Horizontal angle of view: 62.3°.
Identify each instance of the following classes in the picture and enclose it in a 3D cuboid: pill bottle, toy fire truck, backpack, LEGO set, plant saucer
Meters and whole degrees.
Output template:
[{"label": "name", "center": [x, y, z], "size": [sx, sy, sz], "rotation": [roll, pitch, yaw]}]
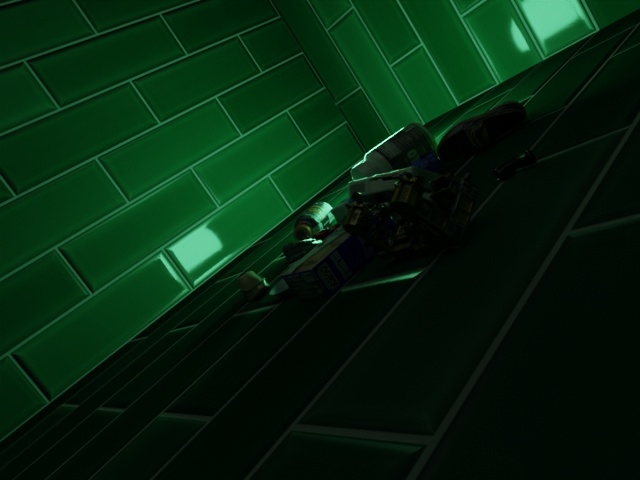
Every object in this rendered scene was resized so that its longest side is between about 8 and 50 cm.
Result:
[{"label": "pill bottle", "center": [-0.036, -0.075, 2.410], "size": [0.130, 0.130, 0.245], "rotation": [-27, 12, 33]}, {"label": "toy fire truck", "center": [0.000, 0.000, 2.177], "size": [0.192, 0.047, 0.135], "rotation": [-23, 15, 44]}, {"label": "backpack", "center": [0.414, -0.284, 2.073], "size": [0.120, 0.098, 0.101], "rotation": [-30, 14, 16]}, {"label": "LEGO set", "center": [0.224, -0.095, 1.310], "size": [0.192, 0.255, 0.331], "rotation": [-68, 12, -22]}, {"label": "pill bottle", "center": [0.325, -0.345, 2.338], "size": [0.361, 0.204, 0.204], "rotation": [-36, 10, -12]}, {"label": "plant saucer", "center": [-0.085, 0.141, 1.802], "size": [0.195, 0.037, 0.195], "rotation": [-33, 9, 6]}, {"label": "plant saucer", "center": [0.211, 0.013, 1.521], "size": [0.119, 0.021, 0.119], "rotation": [-33, 10, 7]}]

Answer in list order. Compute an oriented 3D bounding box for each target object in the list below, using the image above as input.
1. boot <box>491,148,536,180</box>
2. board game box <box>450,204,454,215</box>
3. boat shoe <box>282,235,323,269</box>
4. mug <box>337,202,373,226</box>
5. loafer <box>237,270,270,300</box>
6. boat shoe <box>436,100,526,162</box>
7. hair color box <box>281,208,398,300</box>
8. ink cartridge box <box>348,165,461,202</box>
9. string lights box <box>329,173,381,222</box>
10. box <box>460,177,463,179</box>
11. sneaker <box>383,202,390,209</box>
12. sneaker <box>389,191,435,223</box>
[{"label": "boot", "center": [0.537, -0.208, 1.475], "size": [0.099, 0.045, 0.121], "rotation": [-30, 3, 5]}, {"label": "board game box", "center": [0.373, -0.087, 1.487], "size": [0.090, 0.020, 0.090], "rotation": [-31, 9, 17]}, {"label": "boat shoe", "center": [-0.052, 0.030, 1.963], "size": [0.109, 0.091, 0.305], "rotation": [-29, -1, 21]}, {"label": "mug", "center": [0.150, -0.063, 1.856], "size": [0.158, 0.097, 0.129], "rotation": [-35, 9, -13]}, {"label": "loafer", "center": [-0.279, 0.174, 2.100], "size": [0.102, 0.092, 0.268], "rotation": [-37, 11, -20]}, {"label": "boat shoe", "center": [0.599, -0.410, 1.989], "size": [0.355, 0.132, 0.130], "rotation": [-32, 10, 18]}, {"label": "hair color box", "center": [0.063, 0.040, 1.621], "size": [0.339, 0.110, 0.185], "rotation": [-42, 14, -31]}, {"label": "ink cartridge box", "center": [0.287, -0.172, 1.776], "size": [0.261, 0.066, 0.296], "rotation": [7, -8, -37]}, {"label": "string lights box", "center": [0.166, -0.131, 2.020], "size": [0.260, 0.133, 0.077], "rotation": [-42, 14, -37]}, {"label": "box", "center": [0.397, -0.139, 1.566], "size": [0.083, 0.052, 0.062], "rotation": [-28, 10, 35]}, {"label": "sneaker", "center": [0.284, -0.154, 1.977], "size": [0.075, 0.057, 0.161], "rotation": [-35, 6, 26]}, {"label": "sneaker", "center": [0.296, -0.108, 1.706], "size": [0.095, 0.090, 0.235], "rotation": [-14, 2, -16]}]
